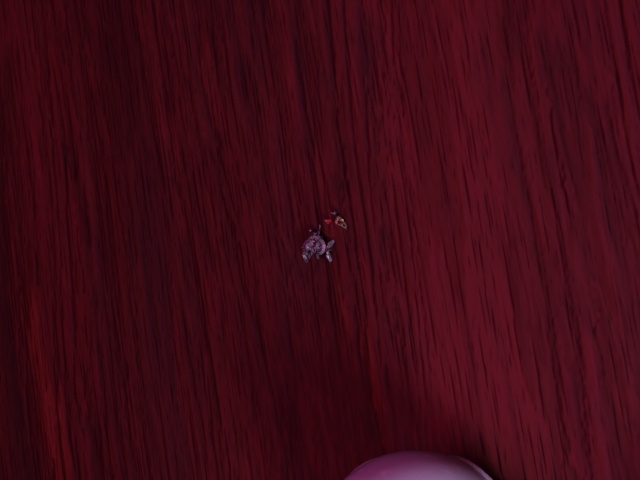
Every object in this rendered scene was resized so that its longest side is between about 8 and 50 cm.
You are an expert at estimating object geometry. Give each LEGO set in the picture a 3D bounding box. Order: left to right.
[{"bbox_3d":[-0.001,-0.002,2.339,0.054,0.023,0.083,38,111,37],"label":"LEGO set"}]

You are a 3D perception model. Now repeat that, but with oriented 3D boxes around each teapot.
[{"bbox_3d":[0.141,0.336,2.090,0.256,0.187,0.252,54,149,12],"label":"teapot"}]
